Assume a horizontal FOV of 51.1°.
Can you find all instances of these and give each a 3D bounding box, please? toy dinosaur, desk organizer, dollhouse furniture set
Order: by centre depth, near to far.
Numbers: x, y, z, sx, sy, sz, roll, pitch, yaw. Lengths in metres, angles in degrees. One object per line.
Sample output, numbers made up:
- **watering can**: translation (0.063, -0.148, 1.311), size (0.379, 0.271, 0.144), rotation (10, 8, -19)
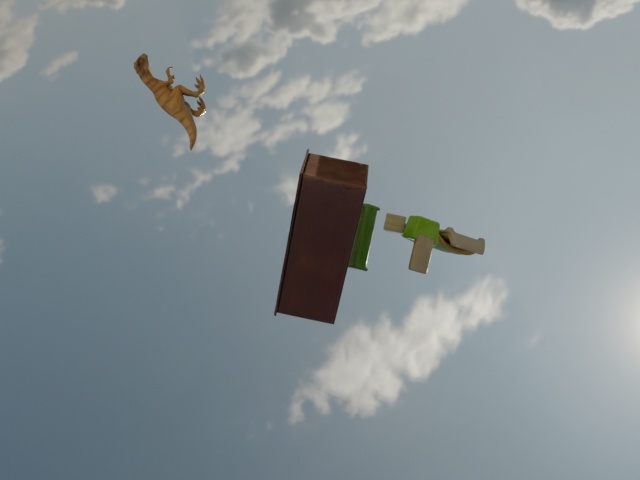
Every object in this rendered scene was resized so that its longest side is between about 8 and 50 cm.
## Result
- **desk organizer**: translation (0.000, 0.000, 0.531), size (0.050, 0.130, 0.047), rotation (12, -150, 0)
- **dollhouse furniture set**: translation (0.083, 0.010, 0.633), size (0.076, 0.152, 0.058), rotation (10, -94, 50)
- **toy dinosaur**: translation (-0.237, -0.224, 1.127), size (0.112, 0.064, 0.211), rotation (-27, -109, -38)
